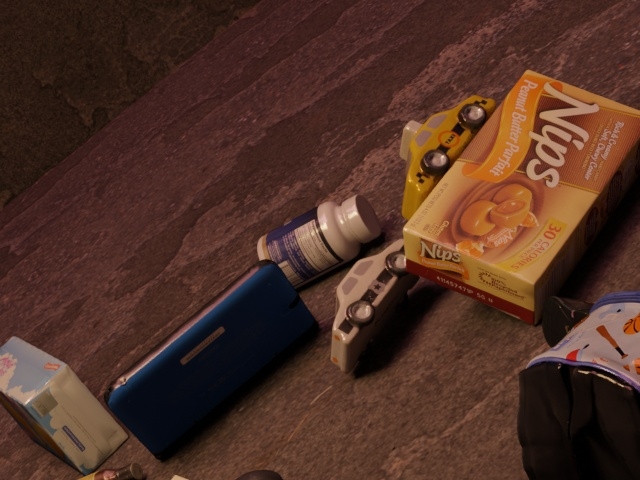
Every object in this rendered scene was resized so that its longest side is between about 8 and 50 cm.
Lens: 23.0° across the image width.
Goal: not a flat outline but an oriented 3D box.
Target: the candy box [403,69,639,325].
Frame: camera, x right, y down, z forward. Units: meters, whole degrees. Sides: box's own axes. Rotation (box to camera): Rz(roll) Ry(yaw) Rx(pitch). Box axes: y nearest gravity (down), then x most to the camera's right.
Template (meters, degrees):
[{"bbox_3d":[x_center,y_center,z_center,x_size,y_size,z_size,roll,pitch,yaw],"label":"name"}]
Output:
[{"bbox_3d":[0.260,-0.060,1.945,0.183,0.087,0.316,24,56,24],"label":"candy box"}]

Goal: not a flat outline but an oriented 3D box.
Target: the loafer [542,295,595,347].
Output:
[{"bbox_3d":[0.295,0.096,1.751,0.061,0.062,0.170,-1,9,-14],"label":"loafer"}]

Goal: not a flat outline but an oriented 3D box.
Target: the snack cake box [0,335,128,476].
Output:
[{"bbox_3d":[-0.407,0.244,2.360,0.089,0.152,0.264,-44,23,-16],"label":"snack cake box"}]

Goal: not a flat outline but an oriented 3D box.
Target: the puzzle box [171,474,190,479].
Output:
[{"bbox_3d":[-0.144,0.436,1.559,0.272,0.052,0.409,17,51,28],"label":"puzzle box"}]

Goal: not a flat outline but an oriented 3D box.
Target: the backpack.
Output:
[{"bbox_3d":[0.302,0.166,1.306,0.213,0.263,0.276,-47,23,-24],"label":"backpack"}]

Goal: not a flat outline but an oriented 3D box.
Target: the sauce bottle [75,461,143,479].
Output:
[{"bbox_3d":[-0.300,0.337,2.167,0.128,0.042,0.042,-23,26,26],"label":"sauce bottle"}]

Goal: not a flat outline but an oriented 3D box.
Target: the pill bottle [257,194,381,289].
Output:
[{"bbox_3d":[0.000,0.000,2.313,0.169,0.094,0.094,-28,24,21],"label":"pill bottle"}]

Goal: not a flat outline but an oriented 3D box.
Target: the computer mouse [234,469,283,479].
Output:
[{"bbox_3d":[-0.138,0.320,1.956,0.242,0.041,0.071,-19,29,39],"label":"computer mouse"}]

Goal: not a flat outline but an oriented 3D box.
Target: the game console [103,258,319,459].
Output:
[{"bbox_3d":[-0.169,0.145,2.194,0.293,0.250,0.173,-40,49,-7],"label":"game console"}]

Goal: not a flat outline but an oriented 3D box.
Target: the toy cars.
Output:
[{"bbox_3d":[0.099,-0.020,2.022,0.394,0.087,0.176,-64,-18,8],"label":"toy cars"}]
